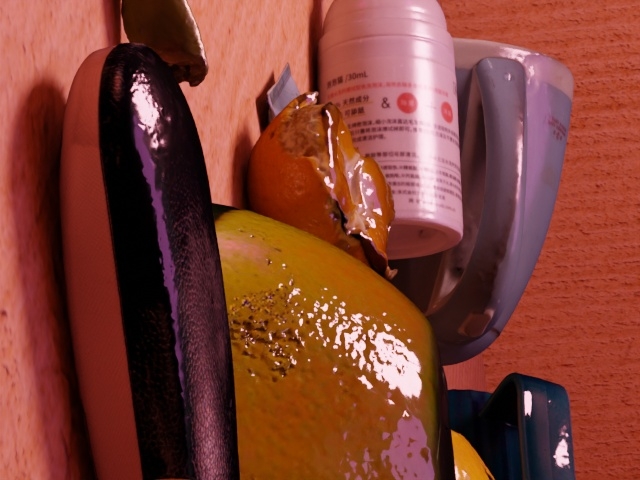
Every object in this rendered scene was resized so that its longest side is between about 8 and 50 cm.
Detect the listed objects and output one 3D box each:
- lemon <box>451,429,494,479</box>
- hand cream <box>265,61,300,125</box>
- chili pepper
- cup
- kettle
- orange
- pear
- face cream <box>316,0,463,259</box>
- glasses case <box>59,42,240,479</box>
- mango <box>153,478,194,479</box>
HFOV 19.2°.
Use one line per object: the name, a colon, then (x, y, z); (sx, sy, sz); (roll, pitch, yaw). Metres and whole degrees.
lemon: (0.071, 0.238, 1.660); (0.206, 0.173, 0.173); (4, 79, -41)
hand cream: (0.000, 0.000, 1.695); (0.111, 0.070, 0.312); (-66, 147, -67)
chili pepper: (-0.101, -0.193, 1.156); (0.050, 0.052, 0.201); (12, 73, -50)
cup: (0.135, 0.303, 1.859); (0.292, 0.242, 0.308); (-88, 171, -45)
kettle: (0.150, -0.036, 2.066); (0.319, 0.247, 0.342); (145, -47, -74)
orange: (-0.003, -0.033, 1.536); (0.170, 0.112, 0.160); (64, 14, 17)
pear: (0.009, 0.164, 1.325); (0.399, 0.165, 0.399); (-4, 90, -81)
face cream: (0.068, -0.174, 1.948); (0.145, 0.145, 0.369); (61, 27, -70)
glasses case: (-0.091, 0.050, 1.023); (0.122, 0.075, 0.314); (-61, 145, -72)
mango: (-0.079, 0.209, 0.809); (0.136, 0.166, 0.236); (37, 57, -19)
